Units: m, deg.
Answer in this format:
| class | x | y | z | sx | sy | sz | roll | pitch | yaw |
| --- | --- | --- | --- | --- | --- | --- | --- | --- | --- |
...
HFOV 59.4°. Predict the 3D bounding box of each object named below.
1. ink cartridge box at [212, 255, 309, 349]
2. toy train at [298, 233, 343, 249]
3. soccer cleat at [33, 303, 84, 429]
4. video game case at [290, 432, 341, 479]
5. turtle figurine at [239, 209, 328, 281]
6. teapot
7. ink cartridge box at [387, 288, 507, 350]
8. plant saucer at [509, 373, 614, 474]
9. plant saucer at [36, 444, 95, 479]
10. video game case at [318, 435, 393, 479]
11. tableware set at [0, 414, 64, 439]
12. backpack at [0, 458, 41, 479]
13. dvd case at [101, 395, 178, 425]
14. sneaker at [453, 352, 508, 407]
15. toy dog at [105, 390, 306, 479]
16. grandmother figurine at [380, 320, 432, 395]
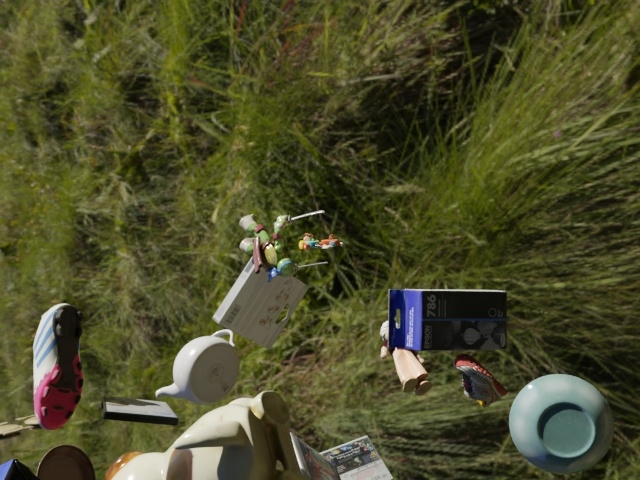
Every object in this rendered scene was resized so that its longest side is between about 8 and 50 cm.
| class | x | y | z | sx | sy | sz | roll | pitch | yaw |
| --- | --- | --- | --- | --- | --- | --- | --- | --- | --- |
| ink cartridge box | -0.202 | 0.212 | 1.952 | 0.239 | 0.275 | 0.060 | 37 | 173 | -36 |
| toy train | 0.000 | 0.000 | 1.673 | 0.166 | 0.125 | 0.046 | -9 | -83 | -81 |
| soccer cleat | -0.711 | 0.336 | 1.504 | 0.116 | 0.143 | 0.331 | 23 | -122 | -48 |
| video game case | 0.000 | 0.596 | 1.413 | 0.201 | 0.023 | 0.183 | 47 | -176 | -29 |
| turtle figurine | -0.127 | 0.012 | 1.822 | 0.266 | 0.274 | 0.197 | 31 | 162 | 38 |
| teapot | -0.423 | 0.445 | 1.991 | 0.256 | 0.187 | 0.252 | 10 | -92 | -46 |
| ink cartridge box | 0.347 | 0.215 | 1.520 | 0.065 | 0.333 | 0.165 | 172 | 98 | -75 |
| plant saucer | 0.465 | 0.357 | 1.074 | 0.037 | 0.195 | 0.194 | 10 | -110 | -80 |
| plant saucer | -0.741 | 0.694 | 1.619 | 0.198 | 0.036 | 0.198 | 49 | -157 | -30 |
| video game case | 0.110 | 0.731 | 1.804 | 0.173 | 0.191 | 0.022 | 53 | 146 | 45 |
| tableware set | -0.798 | 0.510 | 1.511 | 0.194 | 0.128 | 0.039 | 3 | -97 | -60 |
| backpack | -0.747 | 0.610 | 1.370 | 0.120 | 0.101 | 0.098 | 53 | -161 | -28 |
| dvd case | -0.484 | 0.448 | 1.485 | 0.253 | 0.181 | 0.022 | 165 | 116 | -67 |
| sneaker | 0.426 | 0.390 | 1.530 | 0.225 | 0.093 | 0.088 | 44 | -176 | -31 |
| toy dog | -0.270 | 0.537 | 1.218 | 0.284 | 0.408 | 0.395 | 66 | -171 | 24 |
| grandmother figurine | 0.321 | 0.442 | 2.177 | 0.208 | 0.104 | 0.342 | 29 | -159 | -31 |
